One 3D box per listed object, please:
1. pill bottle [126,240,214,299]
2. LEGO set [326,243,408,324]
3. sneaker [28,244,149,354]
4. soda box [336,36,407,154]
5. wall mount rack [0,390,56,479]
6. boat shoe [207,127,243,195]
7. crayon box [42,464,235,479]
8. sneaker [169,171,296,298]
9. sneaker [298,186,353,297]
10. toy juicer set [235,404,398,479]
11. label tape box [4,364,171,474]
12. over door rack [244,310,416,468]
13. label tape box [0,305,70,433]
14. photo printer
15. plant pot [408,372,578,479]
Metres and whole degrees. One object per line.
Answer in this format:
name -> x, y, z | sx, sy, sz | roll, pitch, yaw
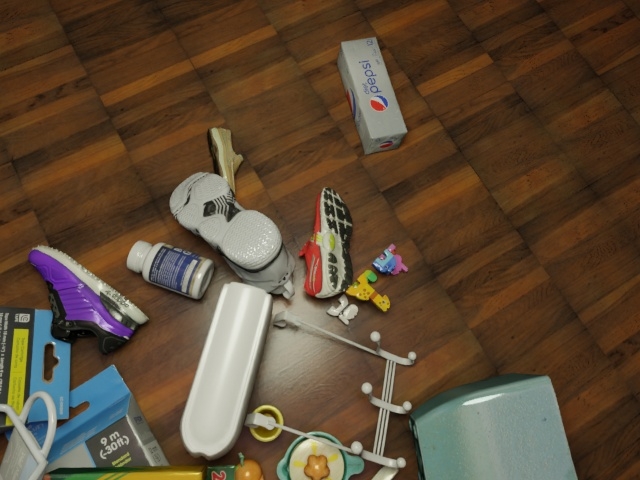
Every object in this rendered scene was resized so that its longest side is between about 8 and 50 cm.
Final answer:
pill bottle -> -0.330, 0.060, 1.010 | 0.169, 0.094, 0.094 | 20, 73, 1
LEGO set -> 0.128, 0.110, 1.038 | 0.093, 0.087, 0.227 | 44, 76, 8
sneaker -> -0.525, 0.132, 0.963 | 0.293, 0.102, 0.146 | 34, 69, 6
soda box -> 0.127, -0.372, 1.177 | 0.098, 0.091, 0.286 | -13, 75, -10
wall mount rack -> -0.512, 0.426, 0.699 | 0.304, 0.130, 0.350 | 22, 93, 38
boat shoe -> -0.222, -0.193, 1.113 | 0.072, 0.068, 0.190 | -8, 75, -24
crayon box -> -0.311, 0.495, 0.776 | 0.318, 0.081, 0.202 | 0, 73, -6
sneaker -> -0.190, -0.004, 1.019 | 0.137, 0.210, 0.366 | -43, 50, -15
sneaker -> 0.000, 0.000, 1.055 | 0.107, 0.118, 0.279 | 32, 48, -39
toy juicer set -> -0.023, 0.489, 0.912 | 0.329, 0.089, 0.209 | 25, 73, 2
label tape box -> -0.441, 0.455, 0.875 | 0.249, 0.115, 0.348 | -31, 80, -13
over door rack -> 0.037, 0.294, 0.922 | 0.324, 0.108, 0.240 | 19, 57, -7
label tape box -> -0.673, 0.249, 0.871 | 0.333, 0.106, 0.241 | 14, 49, -41
photo printer -> -0.176, 0.252, 0.881 | 0.107, 0.256, 0.308 | 15, 72, -3
plant pot -> 0.312, 0.405, 0.896 | 0.252, 0.247, 0.248 | -9, 74, 4
